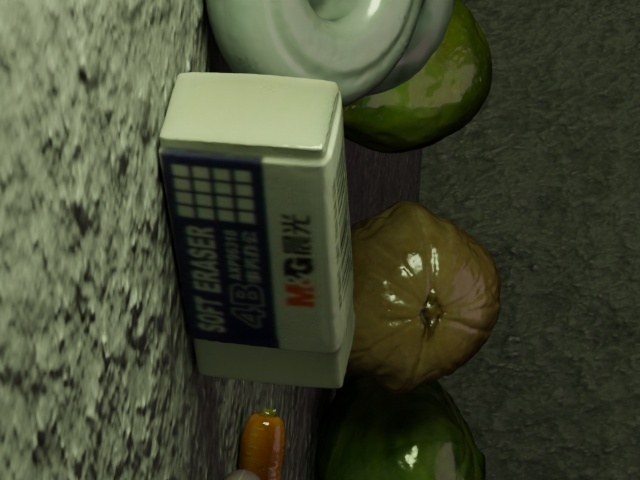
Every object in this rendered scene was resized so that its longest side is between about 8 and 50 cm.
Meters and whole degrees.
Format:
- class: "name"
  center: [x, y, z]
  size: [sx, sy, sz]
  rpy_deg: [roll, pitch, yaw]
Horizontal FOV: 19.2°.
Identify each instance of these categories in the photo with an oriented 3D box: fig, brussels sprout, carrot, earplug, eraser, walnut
- class: "fig"
  center: [0.064, -0.172, 2.049]
  size: [0.275, 0.206, 0.206]
  rpy_deg: [-47, 142, -57]
- class: "brussels sprout"
  center: [0.097, 0.268, 2.376]
  size: [0.219, 0.210, 0.271]
  rpy_deg: [54, 22, -43]
- class: "carrot"
  center: [-0.061, 0.277, 1.758]
  size: [0.043, 0.043, 0.248]
  rpy_deg: [-39, 134, -80]
- class: "earplug"
  center: [0.000, -0.212, 1.550]
  size: [0.325, 0.175, 0.214]
  rpy_deg: [-11, 109, -73]
- class: "eraser"
  center: [-0.042, -0.001, 1.416]
  size: [0.279, 0.124, 0.081]
  rpy_deg: [85, 12, -49]
- class: "walnut"
  center: [0.092, 0.062, 2.134]
  size: [0.228, 0.228, 0.228]
  rpy_deg: [4, 90, -83]

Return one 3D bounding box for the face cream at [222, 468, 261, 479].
- class: "face cream"
  center: [-0.080, 0.254, 1.532]
  size: [0.198, 0.057, 0.084]
  rpy_deg: [-63, 155, -77]
